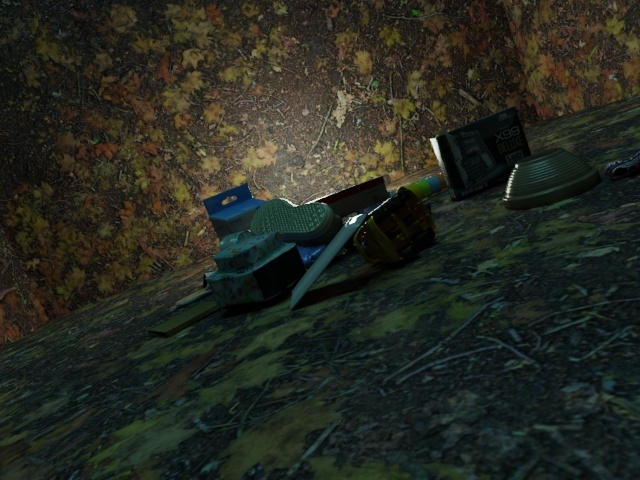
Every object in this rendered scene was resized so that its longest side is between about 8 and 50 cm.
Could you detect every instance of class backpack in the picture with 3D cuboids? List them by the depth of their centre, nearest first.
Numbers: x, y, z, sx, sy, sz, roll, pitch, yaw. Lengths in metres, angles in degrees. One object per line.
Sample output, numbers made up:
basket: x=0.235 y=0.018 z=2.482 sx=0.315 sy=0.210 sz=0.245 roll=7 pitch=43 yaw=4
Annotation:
backpack: x=-0.201 y=0.092 z=1.378 sx=0.253 sy=0.191 sz=0.225 roll=-23 pitch=7 yaw=33
backpack: x=-0.274 y=0.058 z=1.733 sx=0.144 sy=0.188 sz=0.166 roll=-20 pitch=7 yaw=24

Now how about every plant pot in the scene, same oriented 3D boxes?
plant pot: x=0.588 y=-0.172 z=1.263 sx=0.237 sy=0.110 sz=0.237 roll=-20 pitch=8 yaw=3

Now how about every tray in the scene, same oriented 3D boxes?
tray: x=0.013 y=0.043 z=1.164 sx=0.270 sy=0.030 sz=0.145 roll=-52 pitch=0 yaw=18

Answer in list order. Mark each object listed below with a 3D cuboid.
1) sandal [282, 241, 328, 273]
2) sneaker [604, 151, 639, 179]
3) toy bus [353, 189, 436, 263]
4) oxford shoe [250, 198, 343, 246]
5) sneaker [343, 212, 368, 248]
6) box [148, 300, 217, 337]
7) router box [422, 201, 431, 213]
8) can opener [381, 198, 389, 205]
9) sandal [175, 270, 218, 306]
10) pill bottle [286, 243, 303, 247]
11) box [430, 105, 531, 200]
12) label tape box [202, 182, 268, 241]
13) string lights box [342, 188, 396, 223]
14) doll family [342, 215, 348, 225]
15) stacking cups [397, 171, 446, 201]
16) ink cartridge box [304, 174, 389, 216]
sandal: x=-0.121 y=0.059 z=1.523 sx=0.317 sy=0.138 sz=0.126 roll=-17 pitch=7 yaw=21
sneaker: x=0.737 y=-0.175 z=1.135 sx=0.119 sy=0.047 sz=0.057 roll=-26 pitch=11 yaw=33
toy bus: x=0.161 y=-0.010 z=1.258 sx=0.211 sy=0.149 sz=0.220 roll=-32 pitch=1 yaw=42
oxford shoe: x=-0.091 y=-0.051 z=1.647 sx=0.449 sy=0.130 sz=0.169 roll=5 pitch=70 yaw=49
sneaker: x=0.112 y=-0.019 z=1.610 sx=0.130 sy=0.109 sz=0.286 roll=-27 pitch=-2 yaw=7
box: x=-0.415 y=0.241 z=1.496 sx=0.201 sy=0.021 sz=0.164 roll=-27 pitch=9 yaw=-36
router box: x=0.321 y=-0.110 z=1.708 sx=0.122 sy=0.038 sz=0.092 roll=-6 pitch=9 yaw=1
can opener: x=0.229 y=-0.094 z=1.779 sx=0.074 sy=0.093 sz=0.280 roll=-8 pitch=10 yaw=12
sandal: x=-0.441 y=0.168 z=1.857 sx=0.265 sy=0.076 sz=0.102 roll=-26 pitch=9 yaw=-27
pill bottle: x=-0.040 y=-0.006 z=1.803 sx=0.208 sy=0.119 sz=0.119 roll=-22 pitch=8 yaw=-2
box: x=0.579 y=-0.307 z=1.719 sx=0.307 sy=0.242 sz=0.076 roll=-21 pitch=8 yaw=-3
label tape box: x=-0.299 y=-0.057 z=2.004 sx=0.115 sy=0.348 sz=0.249 roll=-14 pitch=11 yaw=46
string lights box: x=0.225 y=-0.155 z=2.250 sx=0.259 sy=0.077 sz=0.133 roll=-24 pitch=9 yaw=-13
doll family: x=0.046 y=-0.055 z=2.074 sx=0.111 sy=0.076 sz=0.193 roll=-11 pitch=15 yaw=31
stacking cups: x=0.471 y=-0.240 z=2.089 sx=0.316 sy=0.096 sz=0.096 roll=-26 pitch=9 yaw=-31
ink cartridge box: x=0.108 y=-0.146 z=1.832 sx=0.308 sy=0.091 sz=0.385 roll=-20 pitch=1 yaw=5
